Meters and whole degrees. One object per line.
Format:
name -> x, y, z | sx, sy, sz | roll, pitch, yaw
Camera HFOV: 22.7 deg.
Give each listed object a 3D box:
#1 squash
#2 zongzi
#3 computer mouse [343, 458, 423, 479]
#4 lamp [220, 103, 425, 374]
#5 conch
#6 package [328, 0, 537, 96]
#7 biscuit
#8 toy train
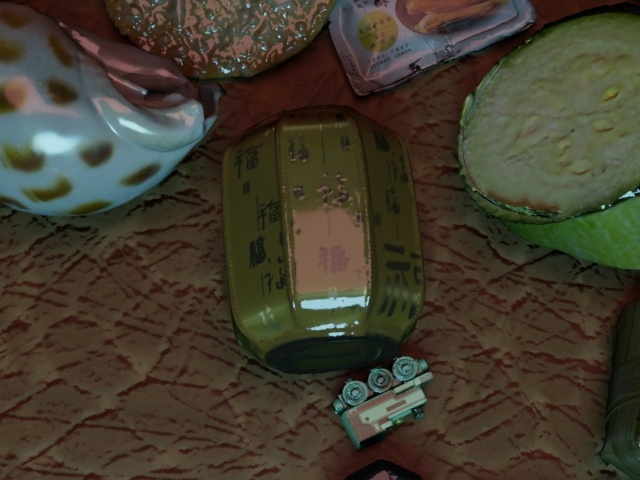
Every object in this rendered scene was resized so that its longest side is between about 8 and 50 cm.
squash -> 0.220, -0.076, 1.278 | 0.220, 0.133, 0.220 | -12, 52, 16
zongzi -> 0.304, 0.128, 1.248 | 0.178, 0.081, 0.189 | 31, 50, -20
computer mouse -> 0.047, 0.249, 1.184 | 0.099, 0.057, 0.172 | 0, 82, -5
lamp -> 0.000, 0.000, 1.216 | 0.161, 0.161, 0.185 | -2, 69, -4
conch -> -0.223, -0.102, 1.240 | 0.275, 0.183, 0.148 | 28, 103, 12
package -> 0.074, -0.224, 1.356 | 0.171, 0.027, 0.173 | -25, 78, -4
biscuit -> -0.082, -0.241, 1.332 | 0.220, 0.033, 0.219 | 0, 88, 1
toy train -> 0.051, 0.123, 1.238 | 0.083, 0.033, 0.053 | -24, 79, -11
